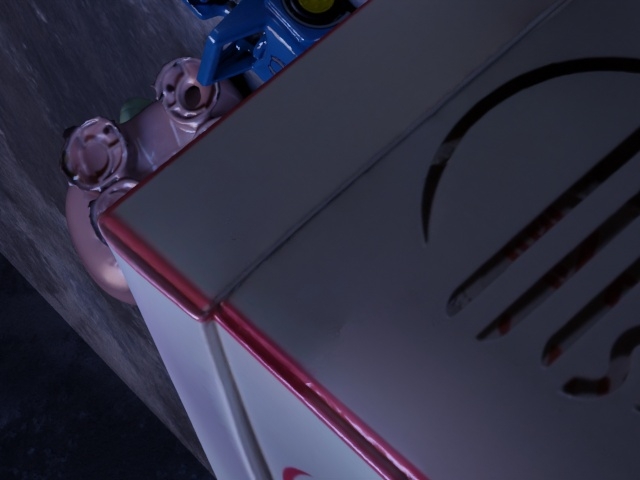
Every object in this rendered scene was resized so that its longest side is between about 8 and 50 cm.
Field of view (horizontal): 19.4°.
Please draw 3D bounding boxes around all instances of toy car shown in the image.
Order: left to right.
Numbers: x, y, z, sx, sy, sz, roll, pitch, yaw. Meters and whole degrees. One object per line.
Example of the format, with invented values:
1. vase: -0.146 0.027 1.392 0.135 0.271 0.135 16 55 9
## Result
1. toy car: -0.060 -0.170 1.339 0.191 0.100 0.097 45 161 7

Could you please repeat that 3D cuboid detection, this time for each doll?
1. doll: -0.113 -0.033 1.725 0.284 0.216 0.268 64 -165 21

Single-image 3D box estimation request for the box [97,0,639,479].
1. box: 0.130 0.059 0.910 0.300 0.314 0.312 40 161 31
